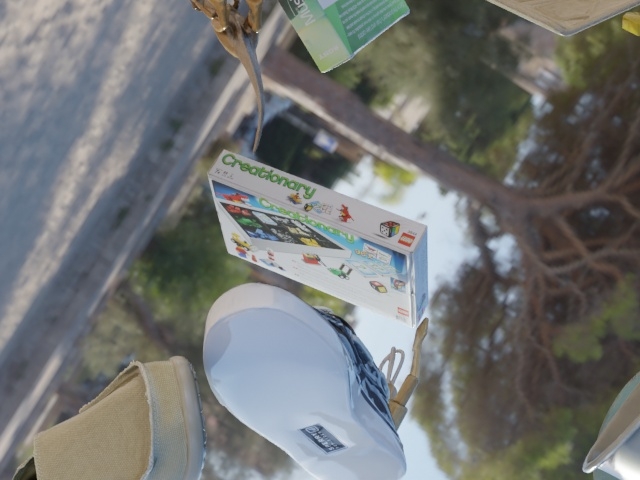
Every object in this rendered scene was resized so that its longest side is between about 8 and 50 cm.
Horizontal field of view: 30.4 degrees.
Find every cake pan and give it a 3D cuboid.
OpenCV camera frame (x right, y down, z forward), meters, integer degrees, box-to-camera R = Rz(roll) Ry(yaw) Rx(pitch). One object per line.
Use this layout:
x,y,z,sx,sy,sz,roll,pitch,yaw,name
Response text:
0.358,0.119,1.109,0.293,0.054,0.293,-48,167,-14,cake pan

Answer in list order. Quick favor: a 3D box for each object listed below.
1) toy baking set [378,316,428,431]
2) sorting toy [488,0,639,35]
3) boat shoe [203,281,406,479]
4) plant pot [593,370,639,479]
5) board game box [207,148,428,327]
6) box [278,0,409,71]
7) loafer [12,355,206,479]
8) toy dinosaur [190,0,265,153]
0.077,0.217,1.537,0.256,0.030,0.197,-61,-173,4,toy baking set
0.404,-0.349,1.747,0.307,0.229,0.041,42,-33,49,sorting toy
-0.007,0.104,0.969,0.108,0.301,0.102,-19,-130,17,boat shoe
0.537,0.308,1.556,0.290,0.290,0.195,-58,-154,1,plant pot
0.000,0.000,1.602,0.053,0.305,0.193,-58,159,-28,board game box
-0.017,-0.406,1.601,0.058,0.322,0.232,-27,-170,34,box
-0.170,0.175,0.907,0.268,0.092,0.102,-50,-132,43,loafer
-0.082,-0.211,1.243,0.064,0.211,0.112,-18,149,-13,toy dinosaur
